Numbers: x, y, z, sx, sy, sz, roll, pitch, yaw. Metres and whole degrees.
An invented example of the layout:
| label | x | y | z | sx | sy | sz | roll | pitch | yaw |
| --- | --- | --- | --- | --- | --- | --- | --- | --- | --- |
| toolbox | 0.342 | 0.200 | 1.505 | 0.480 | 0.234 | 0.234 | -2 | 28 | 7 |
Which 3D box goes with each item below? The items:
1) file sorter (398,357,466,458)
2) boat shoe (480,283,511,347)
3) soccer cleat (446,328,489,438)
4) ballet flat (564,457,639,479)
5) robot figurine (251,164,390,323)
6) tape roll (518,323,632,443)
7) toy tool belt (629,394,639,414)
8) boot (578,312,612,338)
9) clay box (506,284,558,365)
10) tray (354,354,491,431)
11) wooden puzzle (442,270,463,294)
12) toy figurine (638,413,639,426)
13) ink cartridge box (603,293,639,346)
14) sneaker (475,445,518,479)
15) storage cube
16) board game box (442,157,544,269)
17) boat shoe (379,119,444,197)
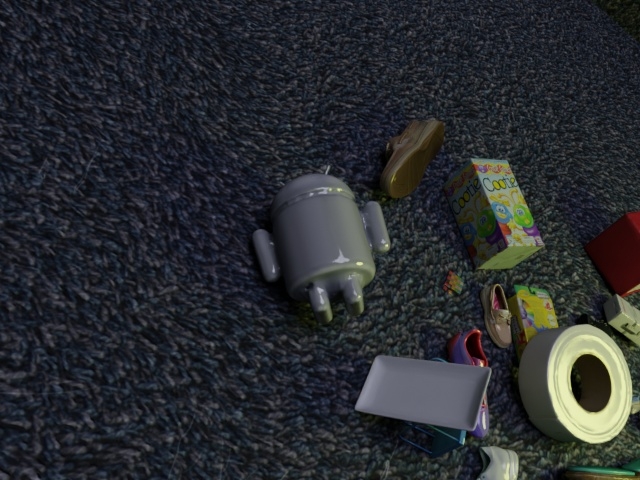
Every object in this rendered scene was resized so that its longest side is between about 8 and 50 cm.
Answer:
| label | x | y | z | sx | sy | sz | roll | pitch | yaw |
| --- | --- | --- | --- | --- | --- | --- | --- | --- | --- |
| file sorter | 0.250 | 0.361 | 1.382 | 0.104 | 0.118 | 0.170 | 28 | 51 | -7 |
| boat shoe | 0.461 | 0.191 | 1.642 | 0.063 | 0.059 | 0.170 | 5 | 59 | -27 |
| soccer cleat | 0.353 | 0.327 | 1.473 | 0.083 | 0.095 | 0.248 | 11 | 56 | -24 |
| ballet flat | 0.728 | 0.596 | 1.527 | 0.342 | 0.116 | 0.124 | 6 | 78 | -31 |
| robot figurine | 0.000 | 0.000 | 1.409 | 0.300 | 0.200 | 0.353 | -12 | 66 | -3 |
| tape roll | 0.628 | 0.353 | 1.565 | 0.286 | 0.100 | 0.286 | 7 | 75 | -25 |
| toy tool belt | 0.841 | 0.435 | 1.713 | 0.083 | 0.052 | 0.051 | -9 | 75 | -34 |
| boot | 0.771 | 0.270 | 1.783 | 0.099 | 0.045 | 0.121 | 31 | 52 | -17 |
| clay box | 0.567 | 0.232 | 1.681 | 0.127 | 0.053 | 0.222 | 11 | 56 | -24 |
| tray | 0.212 | 0.317 | 1.320 | 0.030 | 0.270 | 0.145 | 57 | 46 | -37 |
| wooden puzzle | 0.350 | 0.111 | 1.664 | 0.049 | 0.006 | 0.083 | 34 | 50 | -7 |
| toy figurine | 0.987 | 0.489 | 1.691 | 0.213 | 0.148 | 0.209 | -26 | 76 | -33 |
| ink cartridge box | 0.898 | 0.233 | 1.851 | 0.135 | 0.056 | 0.099 | 36 | 31 | -5 |
| sneaker | 0.374 | 0.549 | 1.372 | 0.094 | 0.080 | 0.212 | 17 | 47 | -6 |
| storage cube | 0.970 | 0.033 | 1.936 | 0.184 | 0.215 | 0.193 | -10 | 61 | -33 |
| board game box | 0.473 | -0.073 | 1.759 | 0.142 | 0.144 | 0.275 | -1 | 61 | -30 |
| boat shoe | 0.234 | -0.229 | 1.756 | 0.110 | 0.121 | 0.341 | 15 | 41 | 26 |
